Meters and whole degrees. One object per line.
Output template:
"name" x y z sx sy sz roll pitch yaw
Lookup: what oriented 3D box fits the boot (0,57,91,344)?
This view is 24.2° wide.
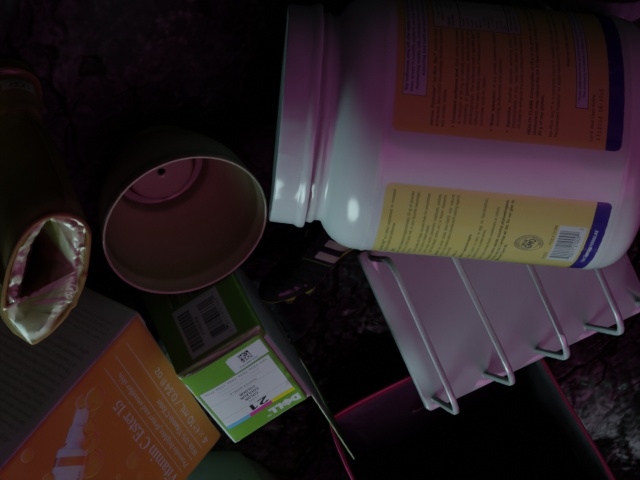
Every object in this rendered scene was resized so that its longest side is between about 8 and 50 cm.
"boot" -0.277 -0.004 1.310 0.089 0.269 0.236 0 126 -23

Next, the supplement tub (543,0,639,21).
"supplement tub" 0.280 -0.312 1.424 0.117 0.117 0.190 -5 129 -22

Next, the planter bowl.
"planter bowl" -0.144 -0.044 1.451 0.162 0.109 0.162 -12 131 -15

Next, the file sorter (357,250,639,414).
"file sorter" 0.211 0.045 1.595 0.277 0.173 0.193 -25 92 -4

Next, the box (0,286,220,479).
"box" -0.297 0.233 1.470 0.345 0.168 0.215 -50 138 -21

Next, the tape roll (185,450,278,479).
"tape roll" -0.116 0.390 1.734 0.246 0.169 0.246 -7 110 -19

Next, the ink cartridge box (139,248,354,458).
"ink cartridge box" -0.079 0.127 1.568 0.097 0.189 0.255 -32 134 1

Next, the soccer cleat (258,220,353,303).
"soccer cleat" 0.000 0.000 1.579 0.179 0.060 0.072 -36 124 -22

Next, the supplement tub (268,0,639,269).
"supplement tub" 0.125 -0.103 1.395 0.331 0.241 0.241 5 127 -3

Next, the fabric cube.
"fabric cube" 0.186 0.298 1.750 0.259 0.254 0.258 -26 152 -5
